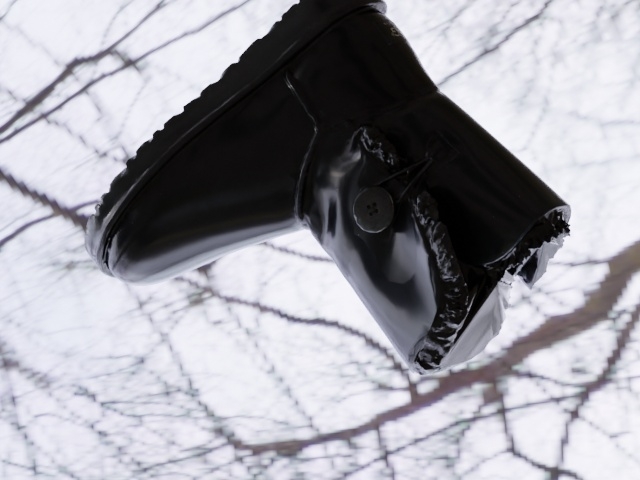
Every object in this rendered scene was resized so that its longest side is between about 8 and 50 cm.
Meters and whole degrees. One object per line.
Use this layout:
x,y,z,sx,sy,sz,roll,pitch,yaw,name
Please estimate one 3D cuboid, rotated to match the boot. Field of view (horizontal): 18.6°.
0.000,0.000,1.109,0.246,0.094,0.207,-43,-110,18,boot
